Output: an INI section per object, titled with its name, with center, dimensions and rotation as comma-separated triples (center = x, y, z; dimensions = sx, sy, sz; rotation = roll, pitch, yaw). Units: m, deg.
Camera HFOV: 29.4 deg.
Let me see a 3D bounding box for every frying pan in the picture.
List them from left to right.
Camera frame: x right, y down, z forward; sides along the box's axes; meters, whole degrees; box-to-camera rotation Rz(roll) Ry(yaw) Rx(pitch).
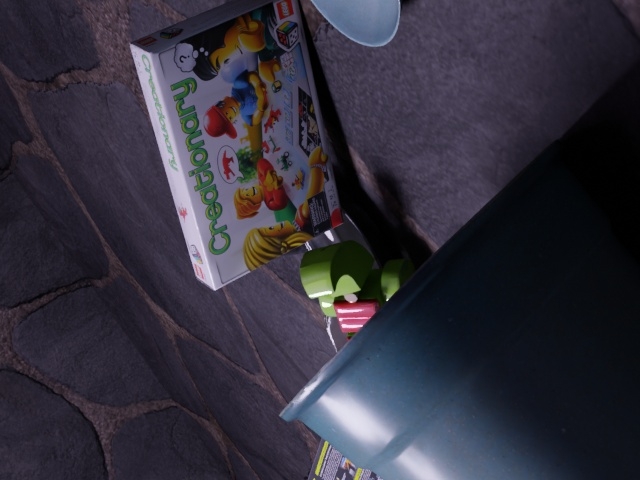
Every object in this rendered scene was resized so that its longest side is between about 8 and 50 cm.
[frying pan]
center = 0.018, 0.023, 1.648
dimensions = 0.197, 0.053, 0.326
rotation = 53, 161, 6

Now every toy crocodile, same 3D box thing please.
[toy crocodile]
center = 0.074, 0.120, 1.510
dimensions = 0.115, 0.105, 0.340
rotation = -4, 135, 24

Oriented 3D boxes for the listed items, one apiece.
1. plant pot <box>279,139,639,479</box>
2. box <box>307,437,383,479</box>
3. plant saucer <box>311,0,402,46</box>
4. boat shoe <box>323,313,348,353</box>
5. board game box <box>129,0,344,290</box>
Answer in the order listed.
[plant pot]
center = 0.201, 0.148, 1.049
dimensions = 0.334, 0.341, 0.341
rotation = 45, 160, 7
[box]
center = 0.087, 0.354, 1.719
dimensions = 0.216, 0.060, 0.270
rotation = 40, 137, 26
[plant saucer]
center = 0.025, -0.279, 1.163
dimensions = 0.195, 0.037, 0.195
rotation = 47, 160, 23
[boat shoe]
center = 0.069, 0.187, 1.740
dimensions = 0.081, 0.069, 0.227
rotation = -26, 99, 48
[board game box]
center = -0.088, -0.116, 1.402
dimensions = 0.053, 0.193, 0.305
rotation = 29, 140, 49
